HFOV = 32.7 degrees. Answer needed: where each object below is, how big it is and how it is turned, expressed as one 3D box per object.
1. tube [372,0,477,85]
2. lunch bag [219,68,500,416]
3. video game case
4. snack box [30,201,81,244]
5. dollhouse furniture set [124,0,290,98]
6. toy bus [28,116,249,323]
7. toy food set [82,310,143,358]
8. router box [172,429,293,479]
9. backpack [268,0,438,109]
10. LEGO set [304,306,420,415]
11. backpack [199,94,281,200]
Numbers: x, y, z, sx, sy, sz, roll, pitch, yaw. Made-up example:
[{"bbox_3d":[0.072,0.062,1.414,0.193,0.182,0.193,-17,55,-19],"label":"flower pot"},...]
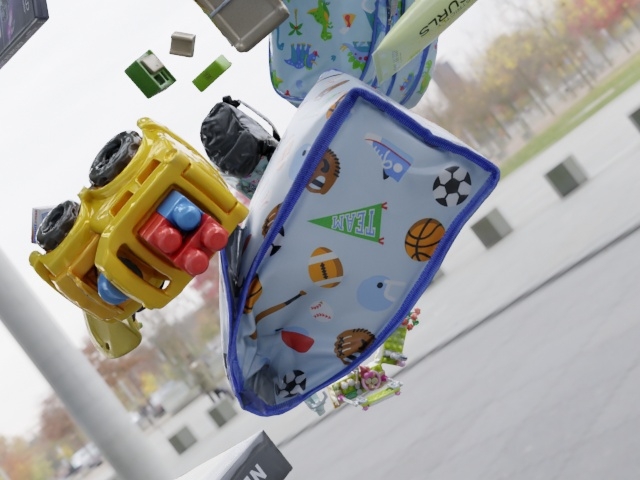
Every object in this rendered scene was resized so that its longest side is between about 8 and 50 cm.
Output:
[{"bbox_3d":[0.149,-0.284,1.301,0.240,0.070,0.062,-45,33,-6],"label":"tube"},{"bbox_3d":[0.000,0.000,1.334,0.385,0.239,0.328,-60,9,10],"label":"lunch bag"},{"bbox_3d":[-0.469,-0.369,1.598,0.026,0.196,0.274,-6,-8,-36],"label":"video game case"},{"bbox_3d":[-0.439,-0.034,1.936,0.022,0.064,0.178,13,13,32],"label":"snack box"},{"bbox_3d":[-0.097,-0.182,0.942,0.152,0.076,0.058,-39,10,17],"label":"dollhouse furniture set"},{"bbox_3d":[-0.182,0.002,1.154,0.220,0.149,0.211,-50,30,-2],"label":"toy bus"},{"bbox_3d":[-0.296,0.059,1.583,0.071,0.218,0.128,-12,-2,-41],"label":"toy food set"},{"bbox_3d":[-0.207,0.427,1.584,0.243,0.081,0.309,-34,5,34],"label":"router box"},{"bbox_3d":[0.048,-0.349,1.628,0.290,0.355,0.273,10,28,30],"label":"backpack"},{"bbox_3d":[0.096,0.180,1.741,0.287,0.132,0.107,-44,16,-14],"label":"LEGO set"},{"bbox_3d":[-0.112,-0.135,1.783,0.115,0.152,0.182,-38,-31,11],"label":"backpack"}]
